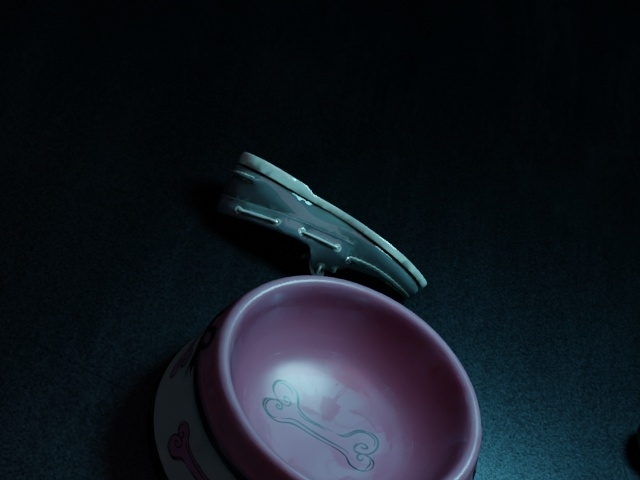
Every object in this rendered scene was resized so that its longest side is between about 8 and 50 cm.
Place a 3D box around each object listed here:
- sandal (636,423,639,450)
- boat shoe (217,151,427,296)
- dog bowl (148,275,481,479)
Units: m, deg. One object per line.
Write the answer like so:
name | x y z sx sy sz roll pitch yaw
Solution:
sandal | 0.591 0.307 1.851 0.303 0.086 0.120 15 44 -22
boat shoe | 0.000 0.000 1.835 0.319 0.116 0.099 34 84 -6
dog bowl | 0.012 0.213 1.564 0.408 0.150 0.408 16 44 -16
